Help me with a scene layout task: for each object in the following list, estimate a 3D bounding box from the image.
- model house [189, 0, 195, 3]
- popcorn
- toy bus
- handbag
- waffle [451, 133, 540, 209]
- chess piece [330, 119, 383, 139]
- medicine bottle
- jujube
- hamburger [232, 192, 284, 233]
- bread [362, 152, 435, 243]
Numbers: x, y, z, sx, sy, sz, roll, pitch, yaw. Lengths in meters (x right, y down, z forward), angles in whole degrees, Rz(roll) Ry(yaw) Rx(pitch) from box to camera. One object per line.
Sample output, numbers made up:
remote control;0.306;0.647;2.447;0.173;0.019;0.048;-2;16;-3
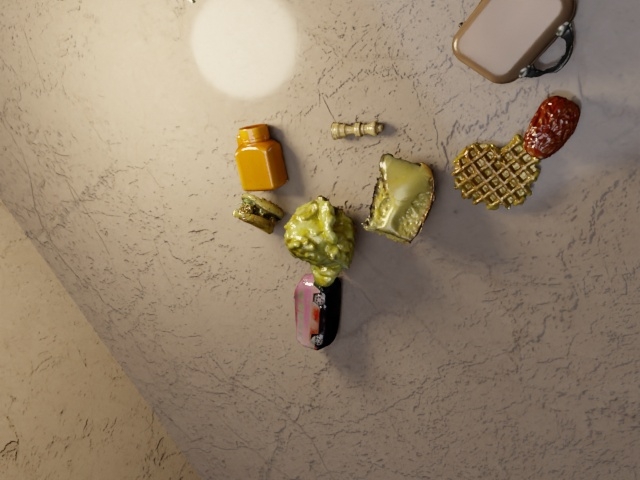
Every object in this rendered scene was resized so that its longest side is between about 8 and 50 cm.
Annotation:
model house;-0.409;-0.887;1.785;0.215;0.224;0.198;36;125;4
popcorn;0.006;-0.007;1.937;0.237;0.293;0.293;-41;90;-8
toy bus;-0.012;0.261;2.145;0.147;0.127;0.303;13;117;25
handbag;0.532;-0.550;1.504;0.283;0.149;0.302;43;122;7
waffle;0.521;-0.211;1.712;0.253;0.056;0.249;23;120;17
chess piece;0.121;-0.360;1.849;0.172;0.060;0.060;0;112;24
medicine bottle;-0.215;-0.292;2.010;0.149;0.112;0.222;0;111;27
jujube;0.634;-0.308;1.573;0.112;0.109;0.176;37;107;31
hamburger;-0.231;-0.106;2.070;0.185;0.177;0.113;28;91;21
bread;0.264;-0.127;1.820;0.204;0.162;0.262;20;97;19
